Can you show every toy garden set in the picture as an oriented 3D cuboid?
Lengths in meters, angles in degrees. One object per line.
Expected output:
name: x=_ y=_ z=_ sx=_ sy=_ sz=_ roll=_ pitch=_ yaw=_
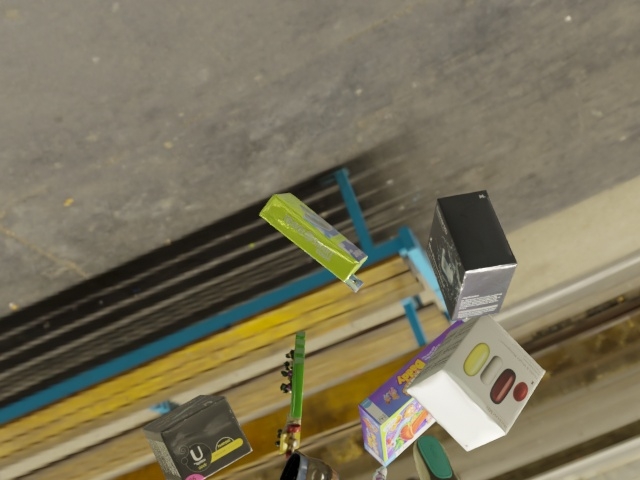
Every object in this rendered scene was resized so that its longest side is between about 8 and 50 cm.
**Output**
toy garden set: x=-0.061 y=0.312 z=1.730 sx=0.049 sy=0.203 sz=0.244 roll=3 pitch=-172 yaw=-1

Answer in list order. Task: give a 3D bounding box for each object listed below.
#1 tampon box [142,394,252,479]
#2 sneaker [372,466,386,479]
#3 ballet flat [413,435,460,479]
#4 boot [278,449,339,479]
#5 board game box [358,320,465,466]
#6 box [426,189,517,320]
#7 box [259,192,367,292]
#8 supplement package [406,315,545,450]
tampon box: x=-0.205 y=0.325 z=1.391 sx=0.120 sy=0.101 sz=0.161 roll=-26 pitch=-178 yaw=-24
sneaker: x=0.155 y=0.601 z=2.081 sx=0.069 sy=0.098 sz=0.038 roll=-4 pitch=135 yaw=45
ballet flat: x=0.228 y=0.473 z=1.595 sx=0.086 sy=0.248 sz=0.086 roll=-4 pitch=119 yaw=-7
boot: x=-0.058 y=0.492 z=1.556 sx=0.082 sy=0.219 sz=0.106 roll=-2 pitch=140 yaw=48
board game box: x=0.253 y=0.381 z=2.125 sx=0.347 sy=0.078 sz=0.233 roll=-37 pitch=146 yaw=-20
box: x=0.251 y=0.027 z=1.438 sx=0.093 sy=0.156 sz=0.158 roll=-9 pitch=145 yaw=-9
box: x=0.000 y=0.000 z=1.253 sx=0.042 sy=0.178 sz=0.109 roll=-52 pitch=175 yaw=9
supplement package: x=0.338 y=0.304 z=1.845 sx=0.203 sy=0.194 sz=0.149 roll=-45 pitch=180 yaw=-38
